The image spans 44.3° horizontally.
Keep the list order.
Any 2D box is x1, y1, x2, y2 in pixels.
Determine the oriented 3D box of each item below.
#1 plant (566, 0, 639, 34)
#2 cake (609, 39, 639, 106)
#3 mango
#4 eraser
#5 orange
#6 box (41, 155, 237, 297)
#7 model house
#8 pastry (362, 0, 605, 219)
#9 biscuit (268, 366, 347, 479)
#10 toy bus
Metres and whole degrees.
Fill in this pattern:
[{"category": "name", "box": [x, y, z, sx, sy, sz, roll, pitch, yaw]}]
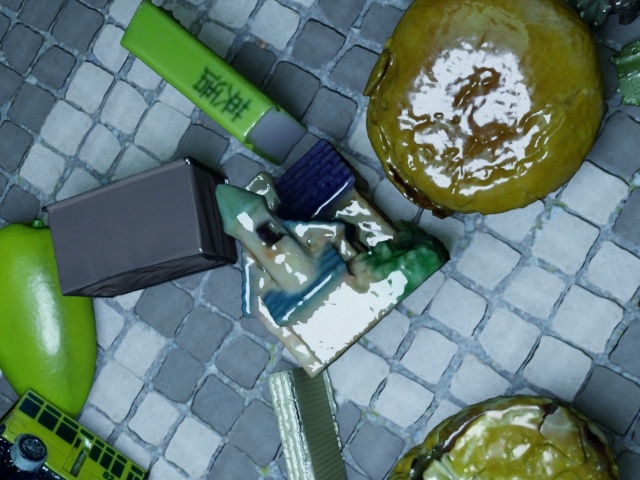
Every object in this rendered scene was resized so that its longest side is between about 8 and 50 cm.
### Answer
[{"category": "plant", "box": [0.418, -0.379, 1.124, 0.194, 0.132, 0.129, -41, 72, 19]}, {"category": "cake", "box": [0.551, -0.253, 1.130, 0.235, 0.099, 0.100, -10, 82, 34]}, {"category": "mango", "box": [-0.461, 0.139, 1.285, 0.192, 0.156, 0.343, -12, 88, 22]}, {"category": "eraser", "box": [-0.164, -0.242, 1.222, 0.274, 0.210, 0.092, 41, 95, 13]}, {"category": "orange", "box": [0.227, 0.365, 1.056, 0.271, 0.210, 0.369, 44, 94, 8]}, {"category": "box", "box": [-0.273, -0.010, 1.237, 0.252, 0.188, 0.153, -15, 81, 10]}, {"category": "model house", "box": [0.000, 0.000, 1.093, 0.245, 0.312, 0.280, -42, 83, 10]}, {"category": "pastry", "box": [0.225, -0.202, 1.114, 0.356, 0.164, 0.356, 4, 100, 23]}, {"category": "biscuit", "box": [-0.011, 0.310, 1.155, 0.052, 0.150, 0.252, -16, 82, 19]}, {"category": "toy bus", "box": [-0.394, 0.363, 1.207, 0.262, 0.150, 0.128, 41, 109, -14]}]
